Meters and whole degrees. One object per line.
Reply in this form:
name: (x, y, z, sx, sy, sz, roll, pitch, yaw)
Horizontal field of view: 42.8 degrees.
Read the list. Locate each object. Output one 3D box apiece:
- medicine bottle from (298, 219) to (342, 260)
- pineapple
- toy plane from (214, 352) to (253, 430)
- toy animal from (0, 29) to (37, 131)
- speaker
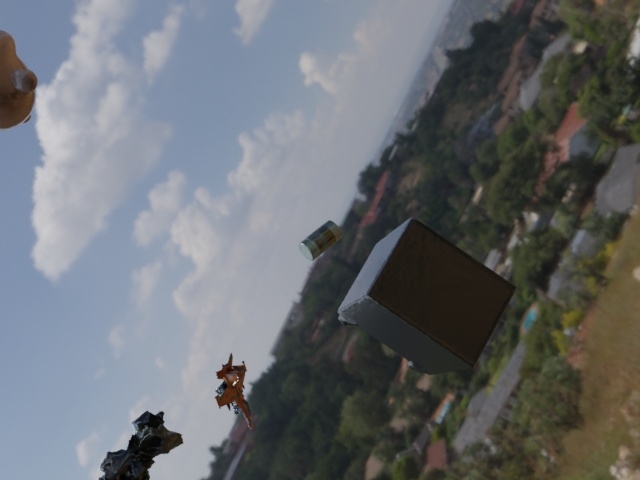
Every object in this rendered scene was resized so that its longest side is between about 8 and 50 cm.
medicine bottle: (0.000, 0.000, 1.656, 0.083, 0.047, 0.047, -39, -11, -23)
pineapple: (-0.315, 0.391, 1.361, 0.237, 0.111, 0.119, -62, 4, 10)
toy plane: (-0.187, 0.343, 1.798, 0.135, 0.062, 0.188, -53, -38, -51)
toy animal: (-0.679, -0.305, 1.567, 0.221, 0.230, 0.210, -37, 7, -28)
speaker: (0.187, 0.110, 1.496, 0.184, 0.232, 0.254, -57, 3, -17)
